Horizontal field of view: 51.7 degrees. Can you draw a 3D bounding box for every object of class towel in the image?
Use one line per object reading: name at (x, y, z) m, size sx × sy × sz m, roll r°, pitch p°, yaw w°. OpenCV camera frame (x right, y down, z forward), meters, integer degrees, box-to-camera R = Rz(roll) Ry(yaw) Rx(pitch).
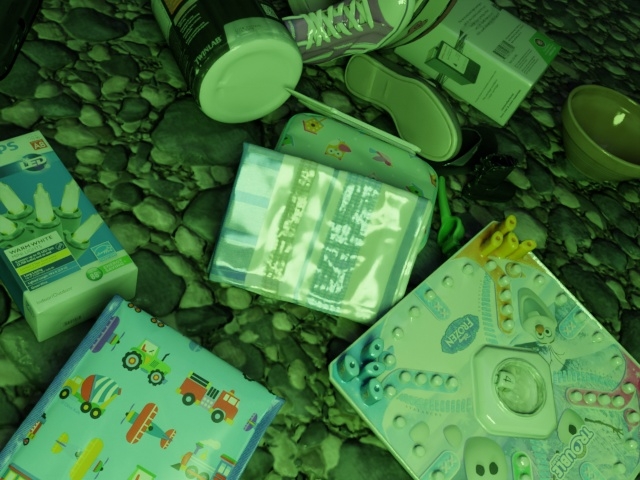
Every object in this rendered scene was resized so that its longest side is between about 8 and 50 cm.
towel at (0.000, 0.000, 0.930) m, size 0.284 × 0.209 × 0.034 m, roll 17°, pitch 9°, yaw -6°

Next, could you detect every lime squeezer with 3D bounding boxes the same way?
lime squeezer at (0.247, 0.005, 1.101) m, size 0.109 × 0.059 × 0.310 m, roll -12°, pitch 59°, yaw -28°

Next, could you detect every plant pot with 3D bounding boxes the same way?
plant pot at (0.583, -0.201, 1.358) m, size 0.237 × 0.110 × 0.237 m, roll 12°, pitch 51°, yaw -15°

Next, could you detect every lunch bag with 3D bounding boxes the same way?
lunch bag at (-0.211, 0.247, 0.698) m, size 0.221 × 0.138 × 0.293 m, roll 32°, pitch 58°, yaw 1°
lunch bag at (0.037, -0.069, 1.039) m, size 0.279 × 0.108 × 0.224 m, roll 22°, pitch 51°, yaw -5°

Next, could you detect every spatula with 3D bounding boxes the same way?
spatula at (0.064, -0.195, 1.126) m, size 0.242 × 0.168 × 0.019 m, roll 26°, pitch 91°, yaw 10°

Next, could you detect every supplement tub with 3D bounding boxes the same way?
supplement tub at (-0.174, -0.373, 1.132) m, size 0.193 × 0.194 × 0.316 m, roll -12°, pitch 60°, yaw -29°

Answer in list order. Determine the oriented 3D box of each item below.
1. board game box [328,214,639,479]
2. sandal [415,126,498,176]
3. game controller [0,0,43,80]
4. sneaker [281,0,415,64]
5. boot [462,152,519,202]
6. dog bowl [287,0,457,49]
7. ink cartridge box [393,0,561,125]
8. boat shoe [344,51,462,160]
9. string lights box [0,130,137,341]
board game box at (0.272, 0.201, 0.900) m, size 0.390 × 0.050 × 0.390 m, roll -36°, pitch 79°, yaw -29°
sandal at (0.245, -0.167, 1.232) m, size 0.254 × 0.054 × 0.097 m, roll -20°, pitch 64°, yaw -33°
game controller at (-0.559, -0.370, 1.074) m, size 0.166 × 0.067 × 0.319 m, roll 2°, pitch 52°, yaw -2°
sneaker at (0.023, -0.374, 1.164) m, size 0.161 × 0.282 × 0.102 m, roll -16°, pitch 90°, yaw -46°
boot at (0.323, -0.114, 1.193) m, size 0.121 × 0.099 × 0.045 m, roll -1°, pitch 56°, yaw -22°
dog bowl at (0.118, -0.561, 1.280) m, size 0.150 × 0.408 × 0.408 m, roll -3°, pitch 53°, yaw -48°
ink cartridge box at (0.335, -0.410, 1.410) m, size 0.289 × 0.121 × 0.211 m, roll 37°, pitch 50°, yaw 8°
boat shoe at (0.167, -0.252, 1.196) m, size 0.095 × 0.112 × 0.335 m, roll -5°, pitch 38°, yaw -33°
string lights box at (-0.364, -0.013, 0.855) m, size 0.133 × 0.077 × 0.260 m, roll -28°, pitch 68°, yaw -34°
